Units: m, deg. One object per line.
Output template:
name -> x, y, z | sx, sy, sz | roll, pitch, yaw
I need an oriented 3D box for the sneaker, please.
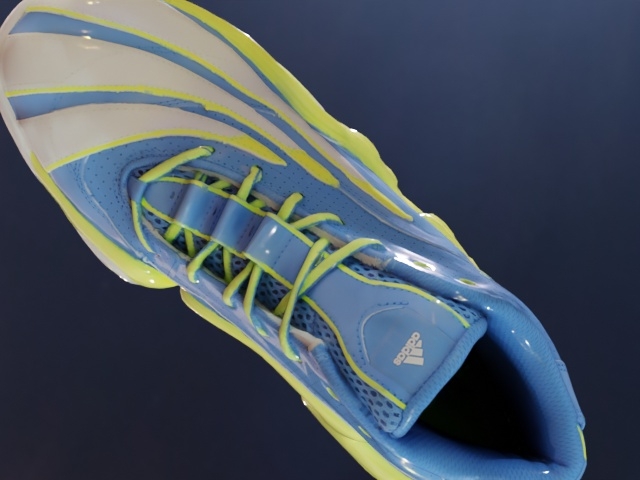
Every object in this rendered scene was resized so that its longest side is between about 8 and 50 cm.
sneaker -> 0.000, 0.000, 0.608 | 0.091, 0.240, 0.126 | -52, -170, -9
